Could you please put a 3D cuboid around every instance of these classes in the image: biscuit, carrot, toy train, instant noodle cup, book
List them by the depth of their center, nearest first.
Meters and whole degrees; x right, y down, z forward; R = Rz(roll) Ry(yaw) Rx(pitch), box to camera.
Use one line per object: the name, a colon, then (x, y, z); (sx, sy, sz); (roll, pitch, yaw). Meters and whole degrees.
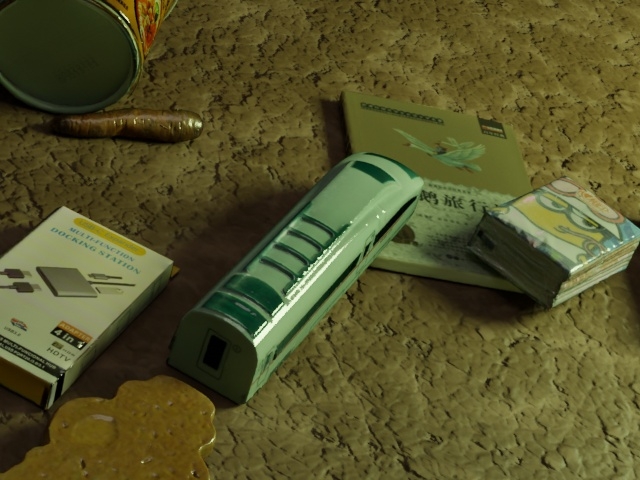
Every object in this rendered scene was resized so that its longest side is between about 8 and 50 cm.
biscuit: (-0.163, 0.184, 1.249); (0.144, 0.040, 0.236); (33, 35, 8)
toy train: (0.000, 0.000, 1.510); (0.086, 0.088, 0.407); (27, 39, 14)
carrot: (-0.201, -0.122, 1.651); (0.165, 0.036, 0.036); (1, 39, -21)
instant noodle cup: (-0.258, -0.247, 1.659); (0.215, 0.216, 0.172); (14, 44, -8)
book: (0.136, -0.056, 1.731); (0.216, 0.021, 0.310); (10, 36, -13)

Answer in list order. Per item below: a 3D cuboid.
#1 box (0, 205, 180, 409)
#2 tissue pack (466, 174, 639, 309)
box: (-0.231, 0.046, 1.405); (0.129, 0.033, 0.247); (25, 35, 10)
tissue pack: (0.245, -0.002, 1.636); (0.115, 0.065, 0.155); (40, 40, 24)
